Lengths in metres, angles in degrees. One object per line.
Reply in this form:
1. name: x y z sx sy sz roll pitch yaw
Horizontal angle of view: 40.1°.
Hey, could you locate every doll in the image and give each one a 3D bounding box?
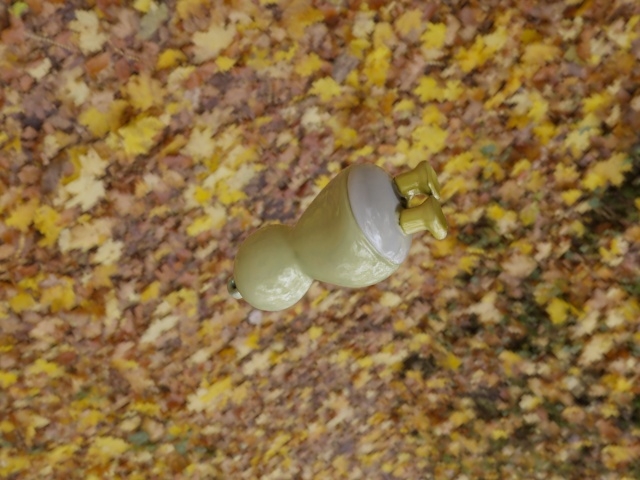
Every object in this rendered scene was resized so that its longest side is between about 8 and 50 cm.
1. doll: 0.008 0.004 1.007 0.296 0.141 0.117 -29 144 35
